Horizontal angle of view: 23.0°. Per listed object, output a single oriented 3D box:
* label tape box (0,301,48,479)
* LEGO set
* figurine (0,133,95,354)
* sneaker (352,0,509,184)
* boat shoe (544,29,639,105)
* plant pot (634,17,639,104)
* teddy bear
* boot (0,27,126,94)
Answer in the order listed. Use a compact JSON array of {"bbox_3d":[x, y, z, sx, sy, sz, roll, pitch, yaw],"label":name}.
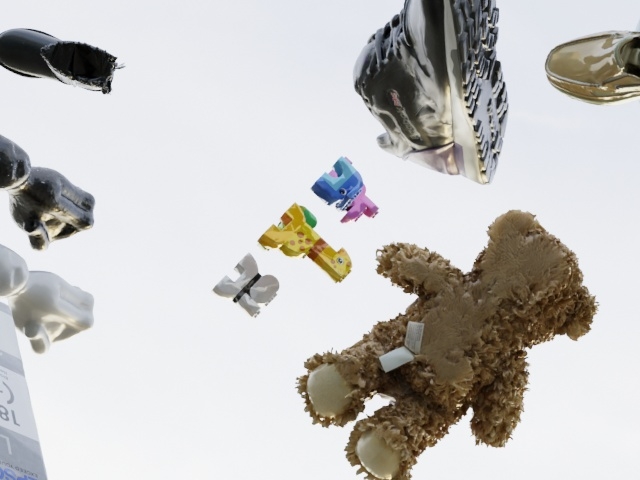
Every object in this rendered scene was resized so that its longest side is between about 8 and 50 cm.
[{"bbox_3d":[-0.313,0.145,1.086,0.241,0.333,0.106,28,-65,-37],"label":"label tape box"},{"bbox_3d":[0.000,0.000,1.659,0.093,0.227,0.087,44,-29,2],"label":"LEGO set"},{"bbox_3d":[-0.339,0.000,1.782,0.092,0.214,0.209,-10,-24,14],"label":"figurine"},{"bbox_3d":[0.078,-0.142,1.290,0.124,0.107,0.283,11,-30,16],"label":"sneaker"},{"bbox_3d":[0.272,-0.158,1.366,0.190,0.068,0.072,3,-11,38],"label":"boat shoe"},{"bbox_3d":[0.437,-0.177,1.481,0.293,0.235,0.293,52,-10,13],"label":"plant pot"},{"bbox_3d":[0.137,0.118,1.713,0.245,0.338,0.113,31,-10,19],"label":"teddy bear"},{"bbox_3d":[-0.233,-0.160,1.387,0.121,0.099,0.045,17,-89,-8],"label":"boot"}]
